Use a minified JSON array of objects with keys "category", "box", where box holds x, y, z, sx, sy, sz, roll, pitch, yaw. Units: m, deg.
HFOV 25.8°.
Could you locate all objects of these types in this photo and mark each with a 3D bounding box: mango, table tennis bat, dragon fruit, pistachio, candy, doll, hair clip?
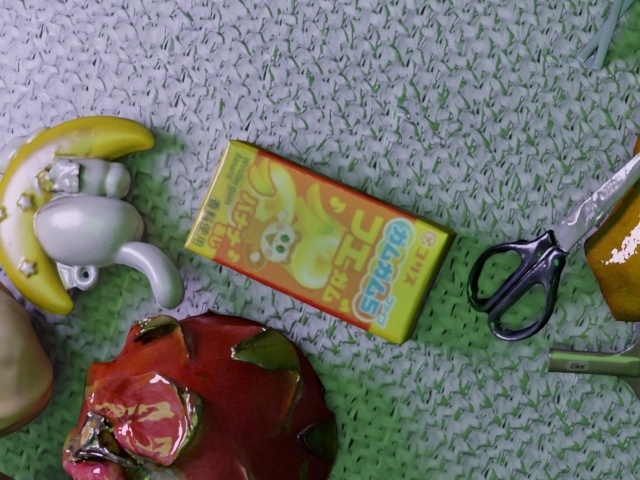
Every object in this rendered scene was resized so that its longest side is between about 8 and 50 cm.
[{"category":"mango","box":[0.413,-0.062,1.469,0.187,0.144,0.359,32,106,27]},{"category":"table tennis bat","box":[0.372,0.136,1.515,0.247,0.022,0.138,3,122,11]},{"category":"dragon fruit","box":[-0.143,0.226,1.554,0.306,0.226,0.305,0,89,13]},{"category":"pistachio","box":[-0.450,0.138,1.611,0.309,0.230,0.229,2,92,10]},{"category":"candy","box":[0.000,0.000,1.585,0.276,0.088,0.146,25,96,9]},{"category":"doll","box":[-0.280,-0.026,1.634,0.252,0.111,0.237,-5,75,13]},{"category":"hair clip","box":[0.320,-0.239,1.541,0.030,0.039,0.115,30,86,1]}]

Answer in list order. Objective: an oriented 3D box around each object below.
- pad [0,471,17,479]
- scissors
[{"category":"pad","box":[-0.246,0.384,1.569,0.055,0.250,0.323,-39,69,-21]},{"category":"scissors","box":[0.266,-0.007,1.498,0.300,0.022,0.109,-49,65,32]}]
